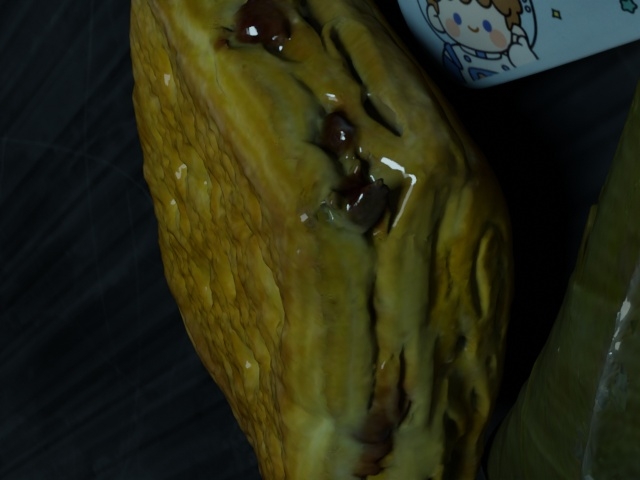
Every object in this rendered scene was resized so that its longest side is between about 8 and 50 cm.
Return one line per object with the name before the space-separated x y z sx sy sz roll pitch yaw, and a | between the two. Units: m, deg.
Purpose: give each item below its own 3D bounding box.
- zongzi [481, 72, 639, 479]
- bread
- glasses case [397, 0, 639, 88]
zongzi | 0.112 0.014 0.495 0.300 0.145 0.274 -147 47 -63
bread | 0.000 0.000 0.618 0.235 0.099 0.210 89 158 -45
glasses case | 0.086 -0.097 0.502 0.178 0.045 0.067 -13 105 57
